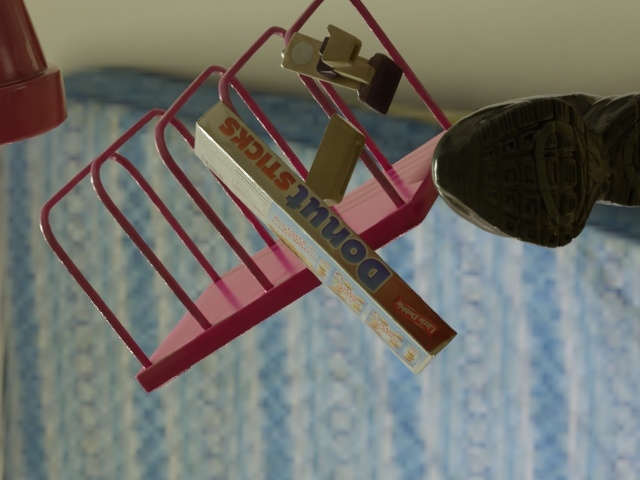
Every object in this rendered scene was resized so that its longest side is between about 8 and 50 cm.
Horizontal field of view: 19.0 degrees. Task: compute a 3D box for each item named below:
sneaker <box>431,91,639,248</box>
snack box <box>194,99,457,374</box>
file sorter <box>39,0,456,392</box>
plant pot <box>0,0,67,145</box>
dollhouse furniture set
[{"bbox_3d":[0.149,-0.058,1.406,0.286,0.130,0.109,-7,-78,-56],"label":"sneaker"},{"bbox_3d":[0.000,0.000,1.040,0.022,0.178,0.064,-44,-6,-13],"label":"snack box"},{"bbox_3d":[-0.058,-0.051,1.577,0.182,0.291,0.202,53,-154,-9],"label":"file sorter"},{"bbox_3d":[-0.347,-0.185,1.784,0.201,0.201,0.180,-58,-38,-71],"label":"plant pot"},{"bbox_3d":[-0.015,-0.087,1.290,0.091,0.081,0.114,24,-93,-64],"label":"dollhouse furniture set"}]
